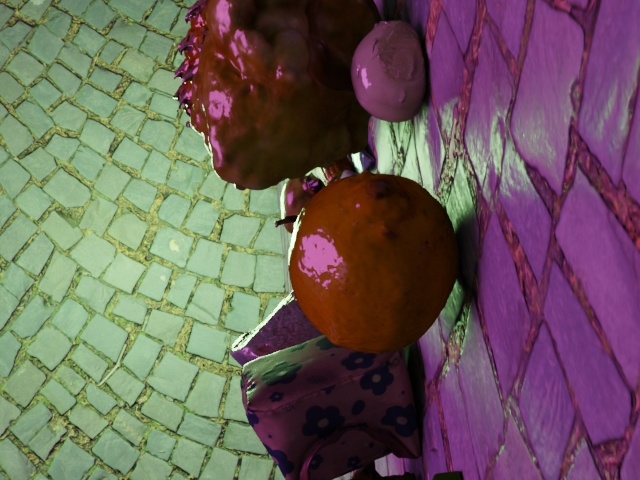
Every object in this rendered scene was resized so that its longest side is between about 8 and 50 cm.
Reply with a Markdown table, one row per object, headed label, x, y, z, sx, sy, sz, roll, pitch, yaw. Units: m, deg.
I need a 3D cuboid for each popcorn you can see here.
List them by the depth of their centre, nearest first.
| label | x | y | z | sx | sy | sz | roll | pitch | yaw |
| --- | --- | --- | --- | --- | --- | --- | --- | --- | --- |
| popcorn | -0.053 | -0.241 | 1.382 | 0.292 | 0.294 | 0.334 | 68 | -160 | -8 |

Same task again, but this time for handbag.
| label | x | y | z | sx | sy | sz | roll | pitch | yaw |
| --- | --- | --- | --- | --- | --- | --- | --- | --- | --- |
| handbag | 0.024 | 0.255 | 1.428 | 0.190 | 0.252 | 0.193 | -114 | 4 | -68 |

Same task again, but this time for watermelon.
| label | x | y | z | sx | sy | sz | roll | pitch | yaw |
| --- | --- | --- | --- | --- | --- | --- | --- | --- | --- |
| watermelon | -0.048 | 0.211 | 1.833 | 0.387 | 0.259 | 0.228 | -91 | -13 | -56 |

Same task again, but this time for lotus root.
| label | x | y | z | sx | sy | sz | roll | pitch | yaw |
| --- | --- | --- | --- | --- | --- | --- | --- | --- | --- |
| lotus root | -0.029 | -0.084 | 2.153 | 0.220 | 0.125 | 0.118 | 103 | 177 | -52 |

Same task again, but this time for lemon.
| label | x | y | z | sx | sy | sz | roll | pitch | yaw |
| --- | --- | --- | --- | --- | --- | --- | --- | --- | --- |
| lemon | 0.062 | 0.026 | 1.122 | 0.260 | 0.204 | 0.204 | 93 | 170 | -49 |

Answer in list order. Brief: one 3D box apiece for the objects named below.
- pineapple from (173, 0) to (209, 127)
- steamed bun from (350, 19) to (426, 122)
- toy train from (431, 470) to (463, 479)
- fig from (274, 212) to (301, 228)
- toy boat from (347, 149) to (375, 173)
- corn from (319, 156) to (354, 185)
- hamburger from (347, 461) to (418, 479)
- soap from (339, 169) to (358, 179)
| label | x | y | z | sx | sy | sz | roll | pitch | yaw |
| --- | --- | --- | --- | --- | --- | --- | --- | --- | --- |
| pineapple | -0.119 | -0.365 | 1.927 | 0.352 | 0.353 | 0.300 | -101 | 26 | -45 |
| steamed bun | 0.085 | -0.217 | 1.245 | 0.112 | 0.091 | 0.129 | 105 | 160 | -76 |
| toy train | 0.149 | 0.359 | 1.249 | 0.209 | 0.042 | 0.044 | 97 | 168 | -57 |
| fig | -0.006 | -0.014 | 1.897 | 0.128 | 0.151 | 0.128 | -11 | -90 | -84 |
| toy boat | 0.069 | -0.145 | 1.666 | 0.122 | 0.034 | 0.096 | -107 | 9 | -56 |
| corn | 0.026 | -0.154 | 1.880 | 0.207 | 0.068 | 0.068 | -111 | 18 | -61 |
| hamburger | 0.073 | 0.472 | 1.422 | 0.167 | 0.192 | 0.287 | 76 | -173 | -70 |
| soap | 0.055 | -0.038 | 1.560 | 0.183 | 0.064 | 0.121 | -121 | 54 | -74 |
